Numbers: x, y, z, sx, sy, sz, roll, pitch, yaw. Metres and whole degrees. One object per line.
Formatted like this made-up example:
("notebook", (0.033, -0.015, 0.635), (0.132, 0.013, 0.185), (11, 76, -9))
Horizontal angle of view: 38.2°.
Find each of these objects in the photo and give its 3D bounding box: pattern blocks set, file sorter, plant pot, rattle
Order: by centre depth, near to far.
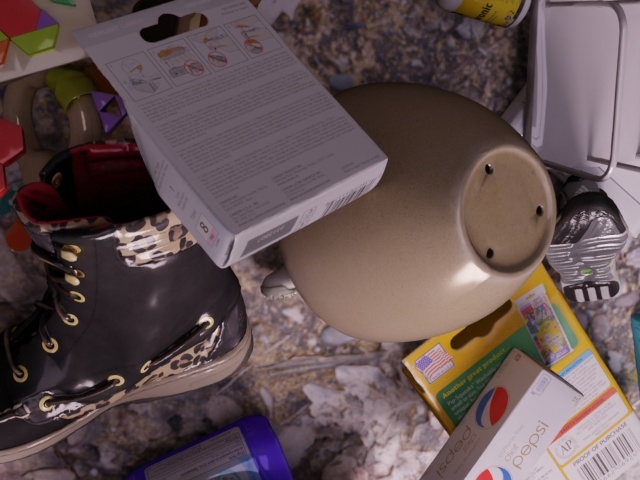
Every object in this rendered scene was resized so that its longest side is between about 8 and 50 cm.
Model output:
("pattern blocks set", (-0.290, -0.226, 0.845), (0.285, 0.026, 0.325), (-33, 86, -9))
("plant pot", (0.124, -0.030, 0.942), (0.284, 0.191, 0.284), (0, 90, -35))
("rattle", (-0.254, -0.096, 0.952), (0.130, 0.143, 0.199), (19, 116, 12))
("file sorter", (0.385, -0.166, 0.992), (0.278, 0.173, 0.192), (-4, 104, -14))

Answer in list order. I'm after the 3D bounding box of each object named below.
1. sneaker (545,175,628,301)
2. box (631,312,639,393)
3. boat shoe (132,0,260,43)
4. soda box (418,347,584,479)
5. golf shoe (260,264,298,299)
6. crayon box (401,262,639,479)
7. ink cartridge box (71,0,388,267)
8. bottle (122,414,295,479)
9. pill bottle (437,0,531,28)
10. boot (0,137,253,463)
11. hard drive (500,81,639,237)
("sneaker", (0.287, -0.029, 1.025), (0.086, 0.228, 0.132), (-5, 63, 13))
("box", (0.480, 0.204, 1.219), (0.101, 0.060, 0.244), (-16, 107, -12))
("boat shoe", (-0.107, -0.273, 0.921), (0.104, 0.111, 0.307), (18, 90, -48))
("soda box", (0.197, 0.233, 1.049), (0.069, 0.074, 0.216), (34, 93, -20))
("golf shoe", (0.000, 0.000, 1.034), (0.176, 0.069, 0.086), (-30, 104, -17))
("crayon box", (0.246, 0.188, 1.136), (0.203, 0.083, 0.323), (-37, 111, -4))
("ink cartridge box", (-0.079, -0.108, 0.810), (0.189, 0.066, 0.232), (-29, 69, -37))
("bottle", (-0.168, 0.301, 1.038), (0.283, 0.092, 0.118), (-23, 114, -10))
("pill bottle", (0.167, -0.276, 1.009), (0.116, 0.065, 0.065), (12, 100, -18))
("boot", (-0.244, 0.060, 0.870), (0.377, 0.138, 0.284), (-13, 139, -16))
("hard drive", (0.402, -0.210, 1.102), (0.233, 0.047, 0.353), (36, 91, -20))
